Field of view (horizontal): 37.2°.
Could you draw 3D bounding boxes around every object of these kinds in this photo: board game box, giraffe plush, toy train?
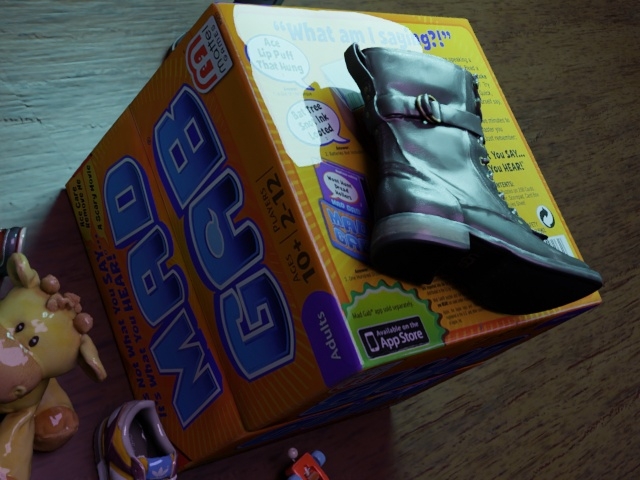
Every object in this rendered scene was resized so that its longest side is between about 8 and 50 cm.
[{"bbox_3d":[0.000,0.000,1.030,0.357,0.356,0.356,-8,70,-41],"label":"board game box"},{"bbox_3d":[-0.278,0.112,0.869,0.181,0.170,0.210,32,48,-19],"label":"giraffe plush"},{"bbox_3d":[-0.030,0.314,1.039,0.125,0.046,0.166,49,42,-2],"label":"toy train"}]

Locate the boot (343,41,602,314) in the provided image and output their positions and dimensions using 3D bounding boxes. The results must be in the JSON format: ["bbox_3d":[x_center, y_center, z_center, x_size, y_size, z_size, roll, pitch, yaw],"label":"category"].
[{"bbox_3d":[0.142,-0.064,0.866,0.263,0.091,0.228,18,55,-27],"label":"boot"}]

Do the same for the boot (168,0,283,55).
[{"bbox_3d":[-0.094,-0.316,1.249,0.076,0.208,0.189,48,45,-4],"label":"boot"}]

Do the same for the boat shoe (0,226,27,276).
[{"bbox_3d":[-0.316,0.010,0.931,0.043,0.137,0.049,17,77,-22],"label":"boat shoe"}]

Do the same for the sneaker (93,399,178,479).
[{"bbox_3d":[-0.173,0.249,0.933,0.070,0.084,0.185,-5,68,-41],"label":"sneaker"}]
